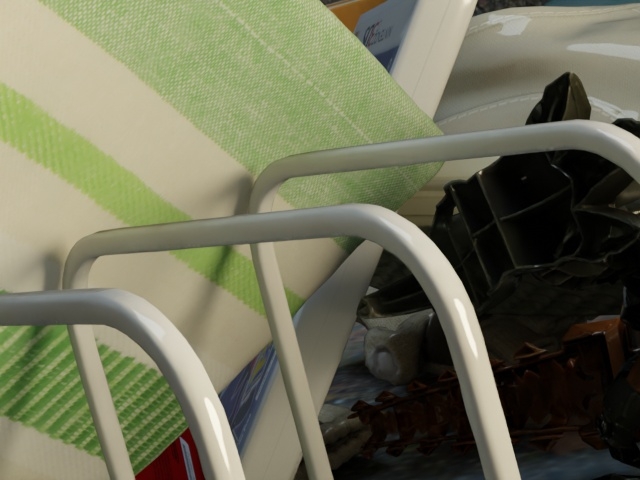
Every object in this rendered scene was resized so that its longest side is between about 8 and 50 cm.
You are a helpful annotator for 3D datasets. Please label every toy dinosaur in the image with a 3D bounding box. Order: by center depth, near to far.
[{"bbox_3d":[0.138,0.049,0.617,0.218,0.164,0.322,-3,-31,-47],"label":"toy dinosaur"}]

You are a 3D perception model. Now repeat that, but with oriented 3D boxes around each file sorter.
[{"bbox_3d":[-0.054,0.094,0.414,0.278,0.173,0.193,-21,10,-34],"label":"file sorter"}]

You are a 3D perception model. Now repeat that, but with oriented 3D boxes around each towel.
[{"bbox_3d":[-0.123,0.038,0.522,0.325,0.038,0.248,-46,-31,3],"label":"towel"}]

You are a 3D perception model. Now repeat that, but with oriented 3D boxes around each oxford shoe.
[{"bbox_3d":[0.191,-0.040,0.759,0.449,0.130,0.169,2,-23,35],"label":"oxford shoe"}]

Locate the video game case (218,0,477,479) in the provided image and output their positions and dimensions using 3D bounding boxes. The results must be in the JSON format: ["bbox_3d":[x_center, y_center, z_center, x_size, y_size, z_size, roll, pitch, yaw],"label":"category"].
[{"bbox_3d":[0.000,0.000,0.712,0.023,0.201,0.183,21,0,-7],"label":"video game case"}]

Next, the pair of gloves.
[{"bbox_3d":[0.015,0.066,0.918,0.240,0.042,0.204,-25,18,-28],"label":"pair of gloves"}]

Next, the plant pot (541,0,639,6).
[{"bbox_3d":[0.242,-0.110,1.251,0.165,0.165,0.234,-6,13,45],"label":"plant pot"}]

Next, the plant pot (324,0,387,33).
[{"bbox_3d":[0.018,-0.085,1.387,0.205,0.188,0.205,-14,9,2],"label":"plant pot"}]

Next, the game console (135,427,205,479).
[{"bbox_3d":[-0.112,0.087,0.724,0.085,0.124,0.144,-37,29,9],"label":"game console"}]
